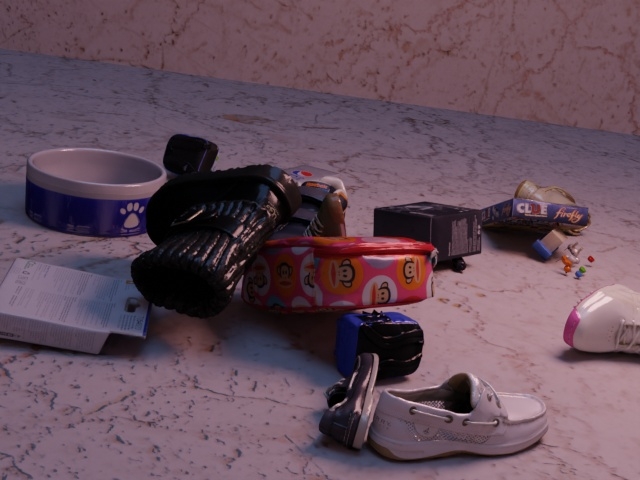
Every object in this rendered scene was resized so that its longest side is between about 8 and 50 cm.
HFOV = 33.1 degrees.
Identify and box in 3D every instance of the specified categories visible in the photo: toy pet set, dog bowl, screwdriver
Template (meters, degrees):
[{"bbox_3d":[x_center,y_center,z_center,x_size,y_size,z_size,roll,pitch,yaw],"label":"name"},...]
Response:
[{"bbox_3d":[0.497,0.035,2.244,0.114,0.065,0.122,49,31,8],"label":"toy pet set"},{"bbox_3d":[-0.433,-0.096,2.079,0.264,0.104,0.265,8,18,-2],"label":"dog bowl"},{"bbox_3d":[0.266,0.028,2.175,0.025,0.024,0.170,35,9,-16],"label":"screwdriver"}]

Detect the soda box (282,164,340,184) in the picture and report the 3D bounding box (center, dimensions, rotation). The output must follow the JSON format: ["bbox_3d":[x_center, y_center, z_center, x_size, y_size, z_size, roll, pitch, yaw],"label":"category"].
[{"bbox_3d":[-0.071,-0.091,2.264,0.098,0.091,0.286,17,19,27],"label":"soda box"}]

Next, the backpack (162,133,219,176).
[{"bbox_3d":[-0.293,-0.184,2.439,0.114,0.105,0.084,18,-3,29],"label":"backpack"}]

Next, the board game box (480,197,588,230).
[{"bbox_3d":[0.457,-0.050,2.338,0.165,0.042,0.243,7,-5,-8],"label":"board game box"}]

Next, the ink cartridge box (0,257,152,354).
[{"bbox_3d":[-0.362,0.099,1.589,0.224,0.045,0.223,10,17,-7],"label":"ink cartridge box"}]

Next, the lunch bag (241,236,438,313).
[{"bbox_3d":[0.040,0.053,1.716,0.258,0.120,0.293,-1,0,-37],"label":"lunch bag"}]

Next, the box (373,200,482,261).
[{"bbox_3d":[0.212,-0.019,2.134,0.158,0.093,0.156,-10,14,-43],"label":"box"}]

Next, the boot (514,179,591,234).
[{"bbox_3d":[0.578,-0.070,2.552,0.213,0.077,0.165,12,19,-45],"label":"boot"}]

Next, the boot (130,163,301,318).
[{"bbox_3d":[-0.213,0.009,1.691,0.348,0.131,0.260,-15,31,46],"label":"boot"}]

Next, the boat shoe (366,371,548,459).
[{"bbox_3d":[0.193,0.219,1.403,0.277,0.096,0.098,-2,20,-32],"label":"boat shoe"}]

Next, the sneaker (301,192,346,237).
[{"bbox_3d":[0.000,0.000,1.894,0.086,0.192,0.064,-13,49,-6],"label":"sneaker"}]

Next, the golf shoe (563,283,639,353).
[{"bbox_3d":[0.540,0.143,1.804,0.306,0.115,0.140,-5,25,-35],"label":"golf shoe"}]

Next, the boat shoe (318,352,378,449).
[{"bbox_3d":[0.037,0.201,1.424,0.065,0.075,0.206,13,22,2],"label":"boat shoe"}]

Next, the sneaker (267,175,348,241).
[{"bbox_3d":[-0.028,-0.043,2.085,0.126,0.127,0.321,14,19,10],"label":"sneaker"}]

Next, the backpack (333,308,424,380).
[{"bbox_3d":[0.086,0.146,1.580,0.120,0.098,0.101,-1,19,-25],"label":"backpack"}]
